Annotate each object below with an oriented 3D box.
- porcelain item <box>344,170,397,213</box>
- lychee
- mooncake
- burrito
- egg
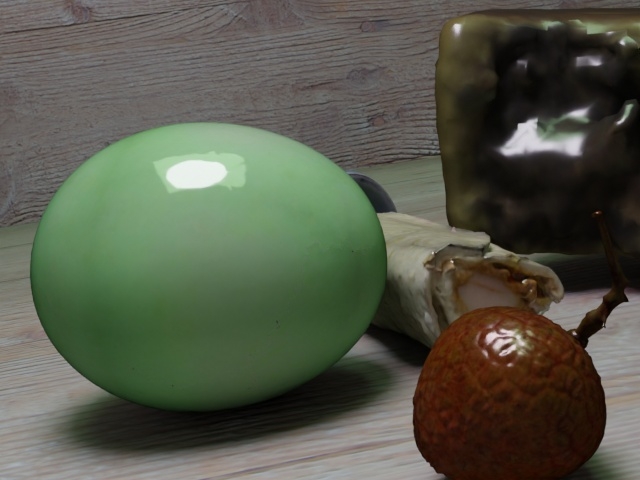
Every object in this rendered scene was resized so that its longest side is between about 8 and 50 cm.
[{"bbox_3d":[0.000,0.000,0.976,0.147,0.147,0.114,-15,12,-36],"label":"porcelain item"},{"bbox_3d":[0.114,0.078,0.498,0.140,0.114,0.101,-24,49,16],"label":"lychee"},{"bbox_3d":[0.322,-0.097,0.859,0.393,0.246,0.394,-11,22,-15],"label":"mooncake"},{"bbox_3d":[0.094,0.034,0.832,0.143,0.105,0.299,-1,6,-14],"label":"burrito"},{"bbox_3d":[-0.084,0.019,0.703,0.269,0.220,0.220,-8,9,1],"label":"egg"}]
